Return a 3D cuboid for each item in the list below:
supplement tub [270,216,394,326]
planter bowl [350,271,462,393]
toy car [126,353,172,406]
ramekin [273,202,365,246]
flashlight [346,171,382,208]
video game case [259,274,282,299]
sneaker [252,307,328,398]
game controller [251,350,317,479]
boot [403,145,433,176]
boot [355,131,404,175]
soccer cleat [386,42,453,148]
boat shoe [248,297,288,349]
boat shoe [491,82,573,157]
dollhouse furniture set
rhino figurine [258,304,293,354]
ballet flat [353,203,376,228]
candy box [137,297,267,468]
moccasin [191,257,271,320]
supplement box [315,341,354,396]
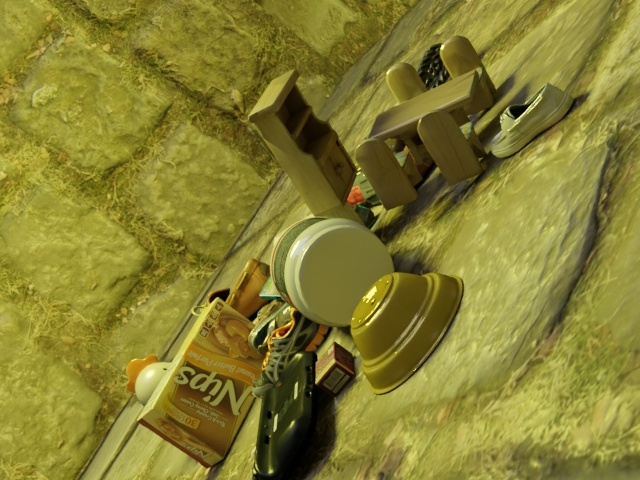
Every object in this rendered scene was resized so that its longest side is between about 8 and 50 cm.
[{"bbox_3d":[0.018,0.054,1.744,0.191,0.191,0.272,-54,10,-4],"label":"supplement tub"},{"bbox_3d":[0.109,0.115,1.443,0.217,0.090,0.217,-50,12,14],"label":"planter bowl"},{"bbox_3d":[-0.326,0.332,2.193,0.210,0.238,0.219,-53,11,-1],"label":"toy car"},{"bbox_3d":[0.000,0.000,2.023,0.207,0.109,0.207,-29,5,3],"label":"ramekin"},{"bbox_3d":[0.083,-0.098,2.235,0.103,0.103,0.304,-56,16,-21],"label":"flashlight"},{"bbox_3d":[-0.041,0.086,2.122,0.166,0.015,0.119,-1,42,31],"label":"video game case"},{"bbox_3d":[-0.074,0.220,1.902,0.215,0.083,0.084,-52,12,11],"label":"sneaker"},{"bbox_3d":[-0.054,0.301,1.606,0.166,0.067,0.319,-50,12,14],"label":"game controller"},{"bbox_3d":[0.186,-0.167,2.071,0.152,0.073,0.197,-55,8,11],"label":"boot"},{"bbox_3d":[0.129,-0.196,2.283,0.219,0.082,0.106,-23,58,52],"label":"boot"},{"bbox_3d":[0.236,-0.321,2.322,0.318,0.108,0.116,-59,-18,6],"label":"soccer cleat"},{"bbox_3d":[-0.101,0.175,2.103,0.066,0.066,0.183,13,38,39],"label":"boat shoe"},{"bbox_3d":[0.329,-0.197,1.569,0.066,0.063,0.184,-59,13,-28],"label":"boat shoe"},{"bbox_3d":[0.105,-0.249,1.854,0.394,0.256,0.362,-22,25,27],"label":"dollhouse furniture set"},{"bbox_3d":[-0.031,0.149,1.972,0.243,0.073,0.106,-43,14,36],"label":"rhino figurine"},{"bbox_3d":[0.039,-0.002,2.162,0.203,0.074,0.074,-50,11,17],"label":"ballet flat"},{"bbox_3d":[-0.229,0.297,2.036,0.087,0.183,0.316,-43,15,46],"label":"candy box"},{"bbox_3d":[-0.262,0.184,2.629,0.380,0.147,0.139,-44,14,39],"label":"moccasin"},{"bbox_3d":[0.023,0.215,1.608,0.055,0.043,0.083,-51,11,15],"label":"supplement box"}]
